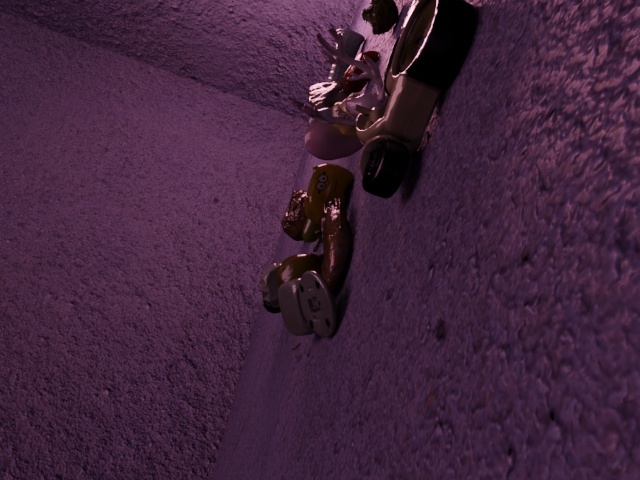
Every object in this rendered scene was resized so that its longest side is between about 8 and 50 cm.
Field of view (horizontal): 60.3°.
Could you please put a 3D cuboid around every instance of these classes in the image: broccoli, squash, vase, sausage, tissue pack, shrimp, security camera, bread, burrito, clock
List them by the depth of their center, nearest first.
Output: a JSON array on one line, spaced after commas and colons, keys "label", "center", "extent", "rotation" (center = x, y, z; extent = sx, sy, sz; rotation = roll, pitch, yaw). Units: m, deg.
[{"label": "clock", "center": [0.163, -0.282, 1.054], "extent": [0.276, 0.120, 0.379], "rotation": [-106, 39, -69]}, {"label": "security camera", "center": [-0.018, 0.154, 1.335], "extent": [0.301, 0.080, 0.157], "rotation": [-25, 79, 65]}, {"label": "shrimp", "center": [0.030, 0.009, 1.429], "extent": [0.317, 0.077, 0.168], "rotation": [-86, 13, -48]}, {"label": "tissue pack", "center": [0.018, -0.138, 1.645], "extent": [0.123, 0.127, 0.178], "rotation": [119, 168, -63]}, {"label": "broccoli", "center": [0.196, -0.743, 1.810], "extent": [0.130, 0.120, 0.131], "rotation": [-53, -41, -44]}, {"label": "squash", "center": [-0.008, -0.083, 1.939], "extent": [0.066, 0.066, 0.201], "rotation": [-115, 49, -79]}, {"label": "sausage", "center": [0.144, -0.611, 1.995], "extent": [0.179, 0.089, 0.089], "rotation": [-54, 17, 36]}, {"label": "vase", "center": [-0.151, 0.188, 2.034], "extent": [0.360, 0.165, 0.165], "rotation": [119, 168, -73]}, {"label": "burrito", "center": [0.056, -0.502, 2.061], "extent": [0.135, 0.190, 0.332], "rotation": [-43, 22, 18]}, {"label": "bread", "center": [-0.088, -0.111, 2.337], "extent": [0.230, 0.123, 0.230], "rotation": [-161, 90, -85]}, {"label": "vase", "center": [0.101, -0.823, 2.600], "extent": [0.143, 0.143, 0.299], "rotation": [-139, 65, -81]}]

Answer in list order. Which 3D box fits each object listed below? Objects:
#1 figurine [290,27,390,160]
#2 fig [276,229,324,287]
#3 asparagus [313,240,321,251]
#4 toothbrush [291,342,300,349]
[{"label": "figurine", "center": [0.053, -0.316, 1.353], "extent": [0.315, 0.284, 0.206], "rotation": [-27, 46, 63]}, {"label": "fig", "center": [-0.036, 0.088, 1.548], "extent": [0.186, 0.148, 0.142], "rotation": [-35, -11, -4]}, {"label": "asparagus", "center": [0.000, 0.000, 1.868], "extent": [0.016, 0.013, 0.166], "rotation": [-64, 3, -33]}, {"label": "toothbrush", "center": [-0.073, 0.320, 1.666], "extent": [0.097, 0.008, 0.006], "rotation": [126, 147, -63]}]
